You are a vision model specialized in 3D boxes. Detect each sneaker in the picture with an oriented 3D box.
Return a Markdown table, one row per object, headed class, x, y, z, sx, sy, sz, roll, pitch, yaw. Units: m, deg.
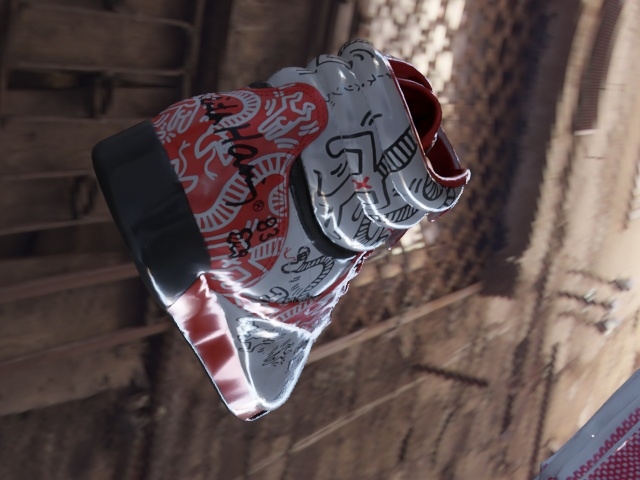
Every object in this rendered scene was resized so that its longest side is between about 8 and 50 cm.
| class | x | y | z | sx | sy | sz | roll | pitch | yaw |
| --- | --- | --- | --- | --- | --- | --- | --- | --- | --- |
| sneaker | 0.000 | 0.001 | 0.870 | 0.145 | 0.270 | 0.090 | -23 | -113 | 1 |

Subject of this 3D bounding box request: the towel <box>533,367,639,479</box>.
| class | x | y | z | sx | sy | sz | roll | pitch | yaw |
| --- | --- | --- | --- | --- | --- | --- | --- | --- | --- |
| towel | 0.161 | 0.086 | 0.445 | 0.144 | 0.029 | 0.197 | -37 | -107 | -29 |
